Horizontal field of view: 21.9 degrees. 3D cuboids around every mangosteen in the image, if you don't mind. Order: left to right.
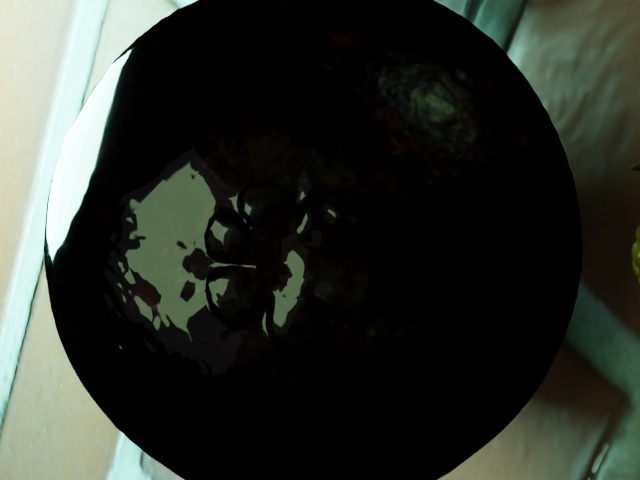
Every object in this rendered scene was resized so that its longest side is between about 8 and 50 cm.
[{"bbox_3d":[-0.002,0.011,0.921,0.313,0.297,0.297,79,169,-65],"label":"mangosteen"}]

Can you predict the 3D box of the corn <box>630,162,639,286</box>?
[{"bbox_3d":[0.241,0.081,0.738,0.310,0.101,0.101,57,135,29],"label":"corn"}]
